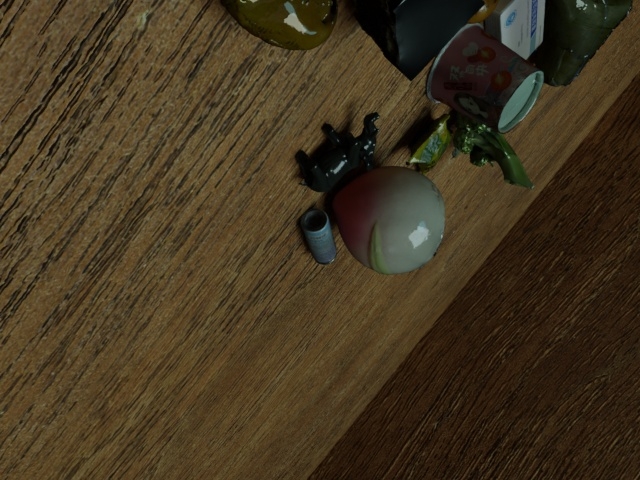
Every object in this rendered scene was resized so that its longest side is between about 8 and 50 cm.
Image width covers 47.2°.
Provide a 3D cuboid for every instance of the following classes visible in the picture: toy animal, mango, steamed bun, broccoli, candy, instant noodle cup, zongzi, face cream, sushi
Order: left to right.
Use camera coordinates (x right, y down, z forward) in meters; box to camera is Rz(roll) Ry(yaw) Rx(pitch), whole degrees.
[{"bbox_3d":[-0.070,-0.398,1.223,0.151,0.156,0.248,-22,172,30],"label":"mango"},{"bbox_3d":[0.000,0.000,1.980,0.075,0.075,0.229,-44,155,-14],"label":"face cream"},{"bbox_3d":[0.047,-0.213,1.745,0.245,0.115,0.146,-30,149,6],"label":"toy animal"},{"bbox_3d":[0.161,-0.064,1.961,0.309,0.309,0.309,-39,153,-24],"label":"steamed bun"},{"bbox_3d":[0.156,-0.481,1.419,0.215,0.212,0.227,-47,154,11],"label":"sushi"},{"bbox_3d":[0.325,-0.274,2.151,0.187,0.081,0.297,-54,168,4],"label":"candy"},{"bbox_3d":[0.401,-0.594,1.826,0.159,0.084,0.105,-32,156,-34],"label":"mango"},{"bbox_3d":[0.498,-0.292,2.230,0.186,0.302,0.254,-13,-169,-7],"label":"broccoli"},{"bbox_3d":[0.444,-0.424,1.961,0.243,0.231,0.243,-38,152,-24],"label":"instant noodle cup"},{"bbox_3d":[0.734,-0.638,2.254,0.392,0.174,0.356,-11,141,-41],"label":"zongzi"}]

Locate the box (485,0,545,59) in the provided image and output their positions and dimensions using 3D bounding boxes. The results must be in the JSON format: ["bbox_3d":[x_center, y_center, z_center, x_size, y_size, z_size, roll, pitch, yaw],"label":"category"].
[{"bbox_3d":[0.553,-0.613,2.078,0.200,0.065,0.343,-48,155,-7],"label":"box"}]

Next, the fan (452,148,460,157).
[{"bbox_3d":[0.464,-0.310,2.422,0.083,0.004,0.056,-52,156,0],"label":"fan"}]
